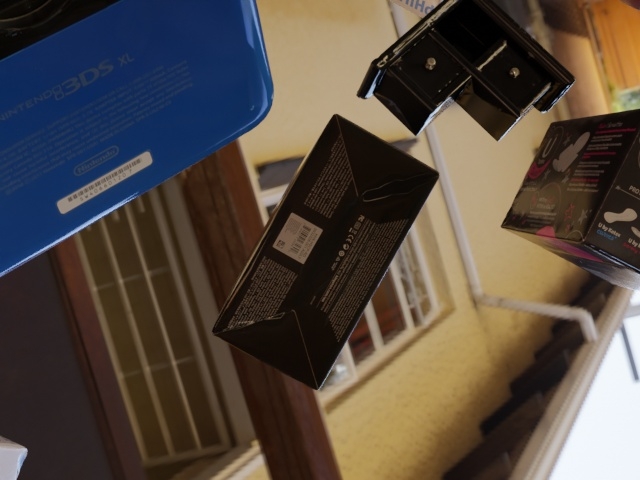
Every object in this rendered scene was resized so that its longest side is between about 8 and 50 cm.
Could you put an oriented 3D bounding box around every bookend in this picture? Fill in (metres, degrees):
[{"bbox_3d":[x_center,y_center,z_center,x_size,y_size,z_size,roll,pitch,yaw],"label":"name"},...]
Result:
[{"bbox_3d":[0.150,-0.161,0.976,0.157,0.156,0.072,-42,173,-20],"label":"bookend"}]

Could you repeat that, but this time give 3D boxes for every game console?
[{"bbox_3d":[-0.206,-0.146,0.613,0.293,0.250,0.173,-33,-129,-19],"label":"game console"}]

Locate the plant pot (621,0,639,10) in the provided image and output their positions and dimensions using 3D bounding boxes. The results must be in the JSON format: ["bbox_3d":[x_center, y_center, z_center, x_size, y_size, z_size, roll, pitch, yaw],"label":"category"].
[{"bbox_3d":[0.312,-0.295,0.725,0.201,0.201,0.180,-17,178,-2],"label":"plant pot"}]

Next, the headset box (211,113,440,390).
[{"bbox_3d":[0.000,0.000,0.929,0.218,0.110,0.293,-61,-176,2],"label":"headset box"}]

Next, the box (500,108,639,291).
[{"bbox_3d":[0.317,-0.035,0.957,0.163,0.142,0.247,26,-178,-7],"label":"box"}]

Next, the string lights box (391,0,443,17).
[{"bbox_3d":[0.148,-0.420,1.166,0.076,0.260,0.133,-22,-133,-40],"label":"string lights box"}]

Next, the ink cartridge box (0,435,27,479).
[{"bbox_3d":[-0.502,0.172,0.812,0.395,0.151,0.270,19,171,22],"label":"ink cartridge box"}]
